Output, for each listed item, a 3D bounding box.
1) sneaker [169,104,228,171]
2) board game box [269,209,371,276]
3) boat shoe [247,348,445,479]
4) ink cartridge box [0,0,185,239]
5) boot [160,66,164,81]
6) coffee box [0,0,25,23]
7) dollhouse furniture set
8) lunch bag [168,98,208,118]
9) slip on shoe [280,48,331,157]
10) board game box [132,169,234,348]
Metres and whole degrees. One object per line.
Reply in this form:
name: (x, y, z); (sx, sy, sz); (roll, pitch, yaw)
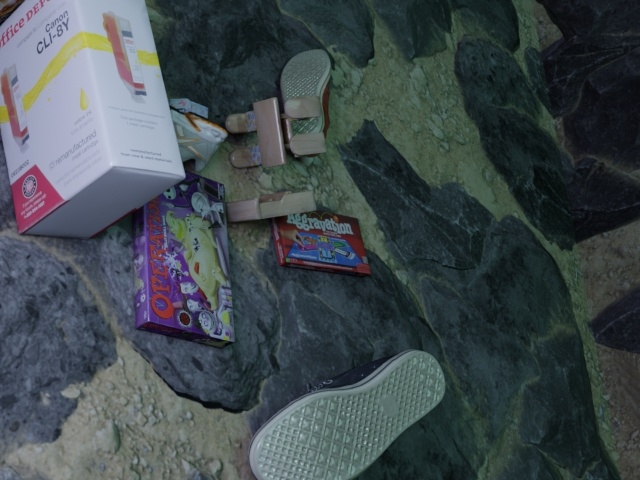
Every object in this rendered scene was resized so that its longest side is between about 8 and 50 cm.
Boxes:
sneaker: (-0.303, -0.203, 1.992); (0.262, 0.121, 0.099); (19, 10, -39)
board game box: (0.000, 0.000, 2.298); (0.281, 0.027, 0.145); (9, 60, -47)
boat shoe: (0.043, 0.358, 2.029); (0.500, 0.156, 0.187); (-24, 92, -42)
ink cartridge box: (-0.410, -0.231, 1.745); (0.160, 0.279, 0.384); (5, 64, -48)
boot: (-0.418, -0.377, 1.996); (0.161, 0.083, 0.246); (-30, 91, -48)
coffee box: (-0.570, -0.419, 1.710); (0.098, 0.141, 0.246); (56, 36, -8)
dollhouse furniture set: (-0.115, -0.168, 2.118); (0.161, 0.212, 0.242); (-10, 94, -40)
lunch bag: (-0.274, -0.249, 2.107); (0.083, 0.053, 0.071); (19, 52, -31)
slip on shoe: (-0.029, -0.328, 2.418); (0.101, 0.123, 0.331); (71, 15, -49)
board game box: (-0.263, 0.021, 1.957); (0.208, 0.056, 0.347); (16, 56, -39)
